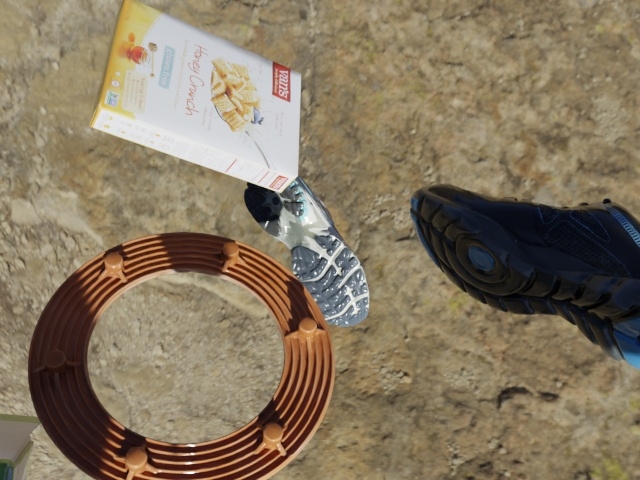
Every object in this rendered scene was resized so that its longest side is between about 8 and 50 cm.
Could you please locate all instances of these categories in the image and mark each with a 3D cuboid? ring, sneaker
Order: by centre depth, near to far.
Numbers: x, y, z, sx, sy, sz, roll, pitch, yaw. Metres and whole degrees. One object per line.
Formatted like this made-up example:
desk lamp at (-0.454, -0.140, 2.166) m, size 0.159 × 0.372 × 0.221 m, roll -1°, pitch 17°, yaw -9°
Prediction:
sneaker at (0.256, 0.013, 0.757) m, size 0.341 × 0.125 × 0.139 m, roll 29°, pitch 61°, yaw 30°
ring at (-0.146, 0.118, 0.768) m, size 0.336 × 0.032 × 0.336 m, roll 6°, pitch 51°, yaw -8°
sneaker at (0.000, 0.000, 1.088) m, size 0.283 × 0.110 × 0.122 m, roll 60°, pitch 21°, yaw -3°

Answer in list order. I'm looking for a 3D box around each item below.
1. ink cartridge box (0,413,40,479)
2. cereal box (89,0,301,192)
ink cartridge box at (-0.412, 0.251, 0.742) m, size 0.189 × 0.255 × 0.097 m, roll 7°, pitch 85°, yaw -13°
cereal box at (-0.136, -0.171, 0.822) m, size 0.240 × 0.047 × 0.173 m, roll 17°, pitch 56°, yaw -26°
